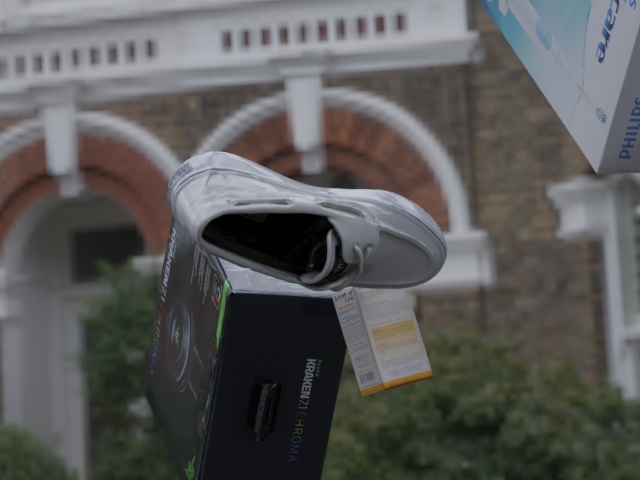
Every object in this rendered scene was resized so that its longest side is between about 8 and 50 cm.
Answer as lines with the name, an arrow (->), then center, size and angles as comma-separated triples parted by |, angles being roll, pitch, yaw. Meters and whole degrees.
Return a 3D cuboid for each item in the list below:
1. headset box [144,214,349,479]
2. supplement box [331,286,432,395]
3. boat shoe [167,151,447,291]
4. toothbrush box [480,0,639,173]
headset box -> -0.075, 0.117, 1.921 | 0.131, 0.246, 0.283 | 4, 22, -18
supplement box -> 0.056, 0.086, 1.726 | 0.062, 0.098, 0.036 | -11, -9, -38
boat shoe -> 0.000, 0.000, 1.592 | 0.267, 0.088, 0.096 | 21, -62, -32
toothbrush box -> 0.247, -0.222, 1.542 | 0.126, 0.216, 0.295 | -2, 36, -18
